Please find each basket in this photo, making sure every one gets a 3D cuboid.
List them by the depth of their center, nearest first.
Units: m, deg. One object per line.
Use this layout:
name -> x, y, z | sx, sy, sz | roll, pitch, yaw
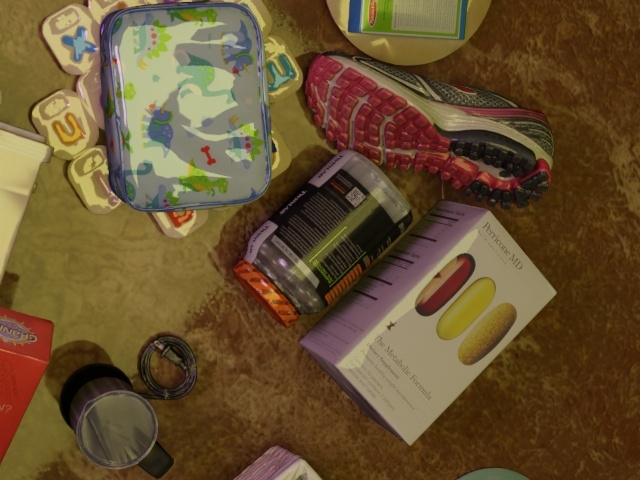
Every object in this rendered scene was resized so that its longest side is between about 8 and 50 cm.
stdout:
basket -> -0.030, 0.327, 1.487 | 0.113, 0.103, 0.167 | -39, 108, -11

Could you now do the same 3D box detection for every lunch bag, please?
lunch bag -> -0.139, -0.140, 1.376 | 0.176, 0.090, 0.219 | -7, 99, -16

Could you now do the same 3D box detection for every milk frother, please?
milk frother -> -0.195, 0.167, 1.394 | 0.129, 0.134, 0.143 | 27, 88, -20

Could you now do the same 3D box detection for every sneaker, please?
sneaker -> 0.123, -0.137, 1.487 | 0.299, 0.121, 0.112 | 23, 51, -9

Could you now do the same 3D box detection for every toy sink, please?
toy sink -> -0.350, -0.067, 1.304 | 0.131, 0.153, 0.234 | 18, 90, -20

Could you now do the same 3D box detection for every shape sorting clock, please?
shape sorting clock -> 0.101, -0.303, 1.485 | 0.206, 0.040, 0.206 | -4, 102, -18

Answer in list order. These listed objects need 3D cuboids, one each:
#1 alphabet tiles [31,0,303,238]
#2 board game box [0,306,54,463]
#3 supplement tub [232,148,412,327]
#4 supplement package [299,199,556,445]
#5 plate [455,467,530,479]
alphabet tiles -> -0.164, -0.157, 1.424 | 0.284, 0.021, 0.278 | -34, 106, -12
board game box -> -0.429, 0.178, 1.276 | 0.242, 0.064, 0.317 | 18, 121, -20
supplement tub -> 0.000, 0.000, 1.449 | 0.190, 0.117, 0.117 | -43, 108, -10
supplement package -> 0.121, 0.088, 1.491 | 0.244, 0.134, 0.139 | -45, 108, -9
plate -> 0.210, 0.375, 1.616 | 0.188, 0.024, 0.188 | -2, 97, -17
